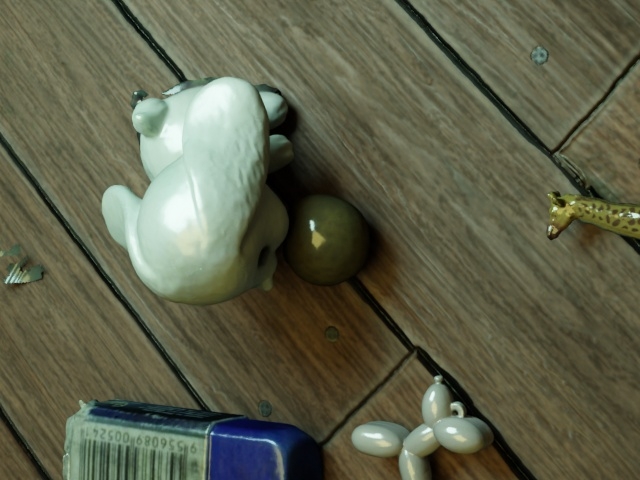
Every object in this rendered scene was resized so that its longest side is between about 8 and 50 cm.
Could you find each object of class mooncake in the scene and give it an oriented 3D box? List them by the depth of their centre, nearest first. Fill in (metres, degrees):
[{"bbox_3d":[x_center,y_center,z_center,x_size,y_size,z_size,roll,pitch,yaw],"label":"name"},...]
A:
[{"bbox_3d":[-0.491,-0.083,1.836,0.150,0.057,0.347,-31,78,41],"label":"mooncake"}]

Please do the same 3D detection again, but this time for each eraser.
[{"bbox_3d":[-0.158,0.278,1.614,0.332,0.101,0.155,2,92,30],"label":"eraser"}]

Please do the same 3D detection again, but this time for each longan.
[{"bbox_3d":[0.000,0.000,1.513,0.119,0.106,0.106,-15,83,46],"label":"longan"}]

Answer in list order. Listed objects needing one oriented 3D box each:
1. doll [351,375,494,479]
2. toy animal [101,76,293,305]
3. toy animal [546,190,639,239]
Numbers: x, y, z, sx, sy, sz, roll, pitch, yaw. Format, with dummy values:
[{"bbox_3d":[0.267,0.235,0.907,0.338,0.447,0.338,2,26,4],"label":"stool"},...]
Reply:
[{"bbox_3d":[0.115,0.234,1.466,0.160,0.059,0.161,-18,81,31],"label":"doll"},{"bbox_3d":[-0.130,-0.065,1.497,0.249,0.174,0.289,-62,32,10],"label":"toy animal"},{"bbox_3d":[0.348,0.014,1.321,0.275,0.054,0.149,44,116,20],"label":"toy animal"}]
